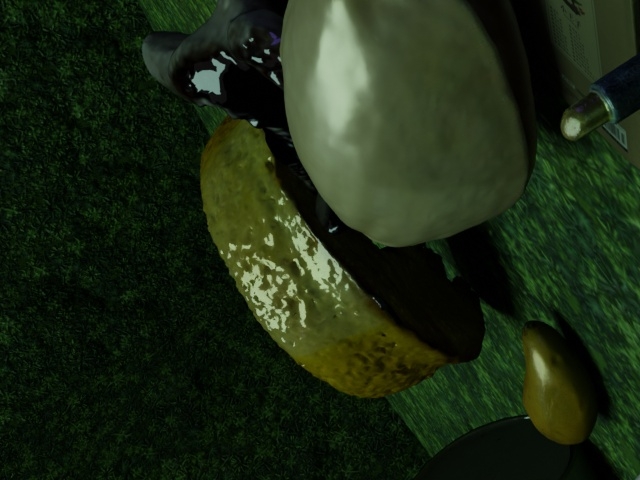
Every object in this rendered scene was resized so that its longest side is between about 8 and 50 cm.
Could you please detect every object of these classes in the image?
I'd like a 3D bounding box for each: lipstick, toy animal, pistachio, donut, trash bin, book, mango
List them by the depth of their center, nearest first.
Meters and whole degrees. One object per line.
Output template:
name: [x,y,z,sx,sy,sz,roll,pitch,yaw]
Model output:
lipstick: [0.173,-0.088,0.711,0.037,0.116,0.037,56,173,11]
book: [0.170,-0.143,0.906,0.138,0.016,0.199,52,173,33]
pistachio: [0.067,-0.124,1.023,0.214,0.193,0.318,27,153,20]
toy animal: [0.001,-0.133,1.300,0.344,0.194,0.302,34,-177,-31]
mango: [0.260,0.162,1.499,0.098,0.075,0.190,43,160,40]
donut: [0.000,0.000,1.653,0.435,0.163,0.377,58,-161,12]
trash bin: [0.308,0.471,1.800,0.432,0.280,0.280,62,172,-18]

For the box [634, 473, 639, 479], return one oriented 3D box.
box: [0.292,0.148,0.647,0.252,0.106,0.203,51,134,29]
